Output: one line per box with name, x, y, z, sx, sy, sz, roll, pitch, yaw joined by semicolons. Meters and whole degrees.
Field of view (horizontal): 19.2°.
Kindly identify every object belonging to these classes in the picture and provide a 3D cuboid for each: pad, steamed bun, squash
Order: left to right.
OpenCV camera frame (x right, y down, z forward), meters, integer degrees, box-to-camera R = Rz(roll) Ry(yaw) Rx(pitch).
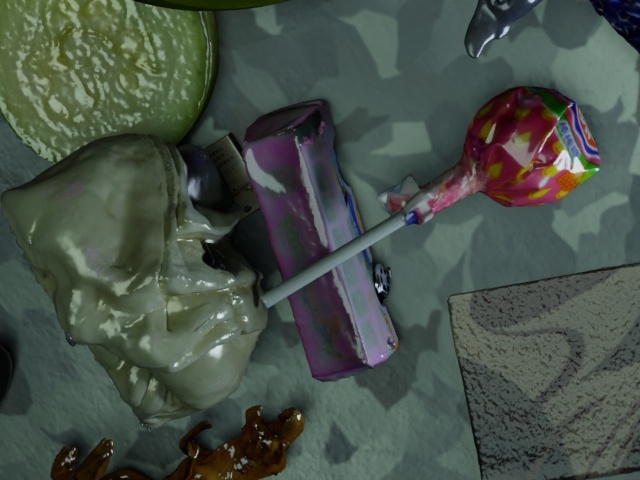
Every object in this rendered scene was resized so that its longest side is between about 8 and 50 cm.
squash;-0.230;-0.189;1.942;0.252;0.049;0.252;2;101;8
steamed bun;-0.162;0.025;1.862;0.206;0.320;0.275;-31;59;-4
pad;0.309;0.135;1.938;0.330;0.004;0.220;-11;98;10

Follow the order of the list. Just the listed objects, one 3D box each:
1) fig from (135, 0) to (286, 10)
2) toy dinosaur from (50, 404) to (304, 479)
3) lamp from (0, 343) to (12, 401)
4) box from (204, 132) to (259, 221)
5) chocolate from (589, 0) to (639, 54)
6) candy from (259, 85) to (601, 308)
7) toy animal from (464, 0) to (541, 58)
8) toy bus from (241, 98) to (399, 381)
fig;-0.090;-0.342;1.782;0.316;0.316;0.316;1;100;8
toy dinosaur;-0.197;0.301;2.002;0.208;0.097;0.432;34;108;-13
lamp;-0.517;0.104;2.006;0.371;0.108;0.130;22;103;4
box;-0.093;-0.063;1.956;0.053;0.024;0.083;-31;95;13
chocolate;0.216;-0.302;1.831;0.343;0.126;0.148;27;138;10
candy;0.101;-0.031;1.839;0.365;0.124;0.124;-32;94;-7
toy animal;0.282;-0.315;1.719;0.367;0.081;0.206;-17;84;7
toy bus;-0.001;0.000;1.912;0.090;0.112;0.274;-16;97;19
